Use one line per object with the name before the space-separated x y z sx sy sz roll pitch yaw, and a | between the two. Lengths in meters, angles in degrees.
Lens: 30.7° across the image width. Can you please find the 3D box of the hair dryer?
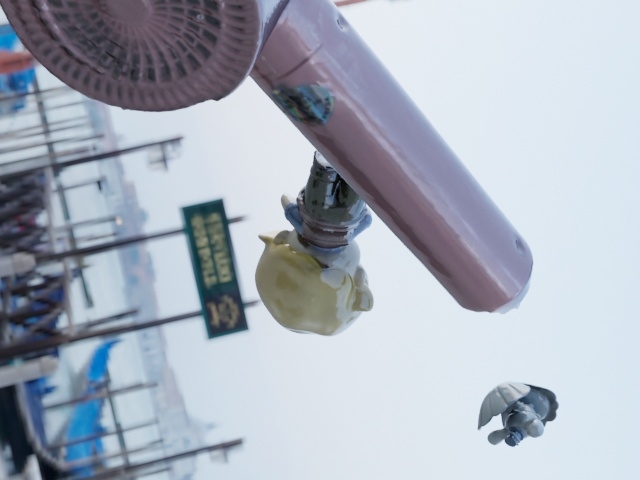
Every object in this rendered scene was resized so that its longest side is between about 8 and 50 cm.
hair dryer | 0.009 -0.093 0.619 0.352 0.125 0.210 48 38 -25

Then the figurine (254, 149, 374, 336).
figurine | 0.000 0.000 1.114 0.108 0.114 0.196 -98 -165 -56

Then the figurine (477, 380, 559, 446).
figurine | 0.221 0.202 1.328 0.082 0.094 0.086 44 31 0
